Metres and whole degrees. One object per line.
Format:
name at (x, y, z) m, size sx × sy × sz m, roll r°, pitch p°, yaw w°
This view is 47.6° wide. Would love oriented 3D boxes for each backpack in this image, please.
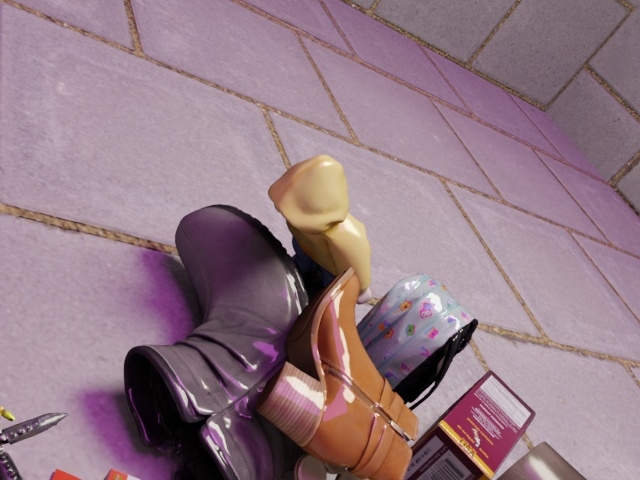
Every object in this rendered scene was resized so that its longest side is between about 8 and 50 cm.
backpack at (0.096, 0.129, 0.859) m, size 0.115 × 0.182 × 0.152 m, roll 43°, pitch 29°, yaw 10°

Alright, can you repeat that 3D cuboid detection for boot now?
boot at (-0.107, 0.096, 0.737) m, size 0.223 × 0.118 × 0.338 m, roll -6°, pitch 51°, yaw -51°
boot at (0.037, 0.133, 0.710) m, size 0.152 × 0.073 × 0.197 m, roll 34°, pitch 53°, yaw -8°

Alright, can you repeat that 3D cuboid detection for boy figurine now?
boy figurine at (0.000, 0.000, 0.861) m, size 0.177 × 0.092 × 0.285 m, roll 51°, pitch -13°, yaw 19°

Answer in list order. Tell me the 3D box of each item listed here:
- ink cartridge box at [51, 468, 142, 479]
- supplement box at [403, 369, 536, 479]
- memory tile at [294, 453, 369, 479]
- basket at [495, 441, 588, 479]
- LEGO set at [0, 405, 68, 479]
ink cartridge box at (-0.162, 0.221, 0.580) m, size 0.115 × 0.029 × 0.063 m, roll 29°, pitch 29°, yaw -17°
supplement box at (0.171, 0.241, 0.862) m, size 0.081 × 0.104 × 0.188 m, roll 46°, pitch 28°, yaw 15°
memory tile at (0.033, 0.256, 0.699) m, size 0.113 × 0.012 × 0.148 m, roll -25°, pitch 93°, yaw -50°
basket at (0.281, 0.348, 0.789) m, size 0.204 × 0.154 × 0.227 m, roll -3°, pitch 45°, yaw -51°
LEGO set at (-0.319, 0.118, 0.375) m, size 0.255 × 0.192 × 0.331 m, roll 46°, pitch 28°, yaw 15°
